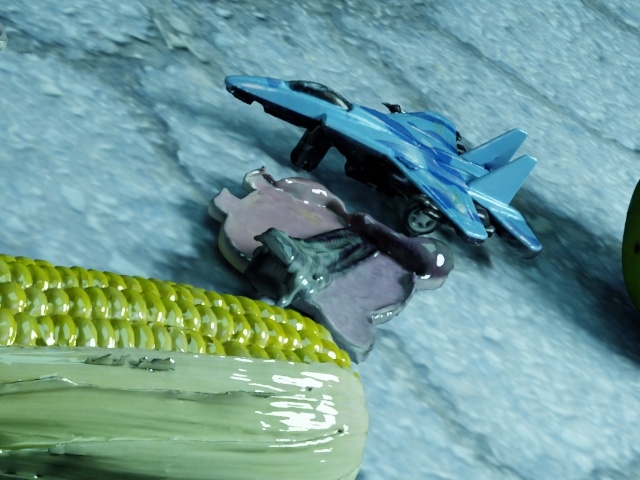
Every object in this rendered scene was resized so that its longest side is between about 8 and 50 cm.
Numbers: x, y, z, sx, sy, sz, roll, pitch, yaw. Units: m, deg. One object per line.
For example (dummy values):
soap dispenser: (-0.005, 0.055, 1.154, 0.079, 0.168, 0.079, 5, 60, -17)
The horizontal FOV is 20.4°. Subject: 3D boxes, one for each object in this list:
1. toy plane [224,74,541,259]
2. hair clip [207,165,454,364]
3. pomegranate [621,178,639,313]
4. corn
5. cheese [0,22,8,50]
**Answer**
toy plane: (0.042, -0.062, 1.259, 0.246, 0.078, 0.169, 14, 31, -15)
hair clip: (-0.004, 0.007, 1.136, 0.146, 0.056, 0.187, 35, 19, 11)
pomegranate: (0.321, 0.019, 1.293, 0.202, 0.202, 0.248, 46, 3, 28)
corn: (-0.118, 0.075, 0.841, 0.305, 0.122, 0.123, 10, 43, -31)
cheese: (-0.290, -0.151, 1.129, 0.192, 0.037, 0.097, 12, 34, -31)
